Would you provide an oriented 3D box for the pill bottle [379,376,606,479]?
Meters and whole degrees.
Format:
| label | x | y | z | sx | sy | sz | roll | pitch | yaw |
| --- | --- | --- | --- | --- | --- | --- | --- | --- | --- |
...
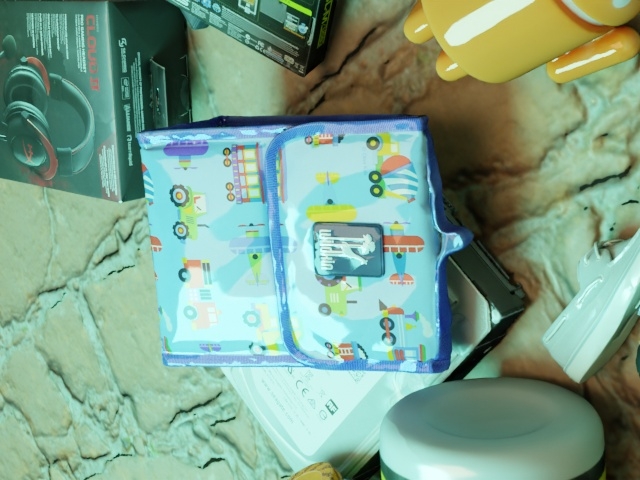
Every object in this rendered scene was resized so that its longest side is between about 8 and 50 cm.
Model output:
| label | x | y | z | sx | sy | sz | roll | pitch | yaw |
| --- | --- | --- | --- | --- | --- | --- | --- | --- | --- |
| pill bottle | 0.154 | 0.303 | 0.975 | 0.188 | 0.188 | 0.334 | 7 | 108 | 42 |

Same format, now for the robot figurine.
| label | x | y | z | sx | sy | sz | roll | pitch | yaw |
| --- | --- | --- | --- | --- | --- | --- | --- | --- | --- |
| robot figurine | 0.163 | -0.202 | 0.860 | 0.219 | 0.128 | 0.158 | -23 | 79 | 44 |

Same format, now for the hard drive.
| label | x | y | z | sx | sy | sz | roll | pitch | yaw |
| --- | --- | --- | --- | --- | --- | --- | --- | --- | --- |
| hard drive | 0.028 | 0.083 | 1.120 | 0.237 | 0.064 | 0.339 | 52 | 130 | 19 |

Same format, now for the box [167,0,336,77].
| label | x | y | z | sx | sy | sz | roll | pitch | yaw |
| --- | --- | --- | --- | --- | --- | --- | --- | --- | --- |
| box | -0.068 | -0.271 | 1.056 | 0.190 | 0.045 | 0.184 | 31 | 138 | 16 |

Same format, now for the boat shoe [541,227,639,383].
| label | x | y | z | sx | sy | sz | roll | pitch | yaw |
| --- | --- | --- | --- | --- | --- | --- | --- | --- | --- |
| boat shoe | 0.235 | 0.034 | 0.915 | 0.063 | 0.066 | 0.184 | 43 | 137 | 25 |

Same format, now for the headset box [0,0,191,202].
| label | x | y | z | sx | sy | sz | roll | pitch | yaw |
| --- | --- | --- | --- | --- | --- | --- | --- | --- | --- |
| headset box | -0.264 | -0.169 | 1.286 | 0.293 | 0.110 | 0.218 | 12 | 110 | 41 |

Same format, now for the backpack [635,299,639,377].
| label | x | y | z | sx | sy | sz | roll | pitch | yaw |
| --- | --- | --- | --- | --- | --- | --- | --- | --- | --- |
| backpack | 0.302 | 0.039 | 0.806 | 0.152 | 0.115 | 0.182 | 21 | 120 | 36 |

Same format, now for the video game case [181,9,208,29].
| label | x | y | z | sx | sy | sz | roll | pitch | yaw |
| --- | --- | --- | --- | --- | --- | --- | --- | --- | --- |
| video game case | -0.117 | -0.367 | 1.116 | 0.196 | 0.026 | 0.274 | 60 | 145 | 12 |

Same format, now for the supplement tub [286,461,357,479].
| label | x | y | z | sx | sy | sz | roll | pitch | yaw |
| --- | --- | --- | --- | --- | --- | --- | --- | --- | --- |
| supplement tub | 0.033 | 0.315 | 1.101 | 0.117 | 0.117 | 0.190 | -26 | 109 | 44 |

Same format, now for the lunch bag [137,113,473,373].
| label | x | y | z | sx | sy | sz | roll | pitch | yaw |
| --- | --- | --- | --- | --- | --- | --- | --- | --- | --- |
| lunch bag | 0.000 | 0.000 | 1.010 | 0.293 | 0.138 | 0.221 | 1 | 102 | 30 |
